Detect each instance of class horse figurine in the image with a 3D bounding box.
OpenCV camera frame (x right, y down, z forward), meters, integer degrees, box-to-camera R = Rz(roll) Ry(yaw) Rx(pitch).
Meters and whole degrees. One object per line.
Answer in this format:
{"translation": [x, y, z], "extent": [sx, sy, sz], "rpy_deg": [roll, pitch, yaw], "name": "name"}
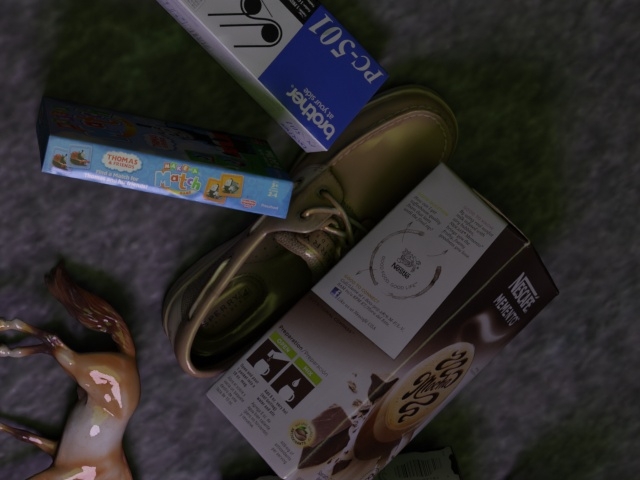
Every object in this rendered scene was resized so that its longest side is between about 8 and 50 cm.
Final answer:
{"translation": [-0.231, 0.158, 1.841], "extent": [0.174, 0.066, 0.263], "rpy_deg": [13, 107, -6], "name": "horse figurine"}

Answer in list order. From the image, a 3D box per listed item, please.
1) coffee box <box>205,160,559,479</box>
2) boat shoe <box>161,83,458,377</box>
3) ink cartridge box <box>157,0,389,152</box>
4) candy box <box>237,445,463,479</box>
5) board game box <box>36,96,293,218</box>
{"translation": [0.061, 0.091, 1.786], "extent": [0.297, 0.168, 0.119], "rpy_deg": [-45, 66, -1], "name": "coffee box"}
{"translation": [0.000, 0.000, 1.808], "extent": [0.341, 0.110, 0.121], "rpy_deg": [-45, 109, 5], "name": "boat shoe"}
{"translation": [-0.044, -0.183, 1.763], "extent": [0.207, 0.046, 0.097], "rpy_deg": [45, 72, -19], "name": "ink cartridge box"}
{"translation": [0.026, 0.297, 1.906], "extent": [0.233, 0.071, 0.159], "rpy_deg": [-9, 115, -3], "name": "candy box"}
{"translation": [-0.140, -0.074, 1.735], "extent": [0.211, 0.160, 0.039], "rpy_deg": [10, 104, -13], "name": "board game box"}
